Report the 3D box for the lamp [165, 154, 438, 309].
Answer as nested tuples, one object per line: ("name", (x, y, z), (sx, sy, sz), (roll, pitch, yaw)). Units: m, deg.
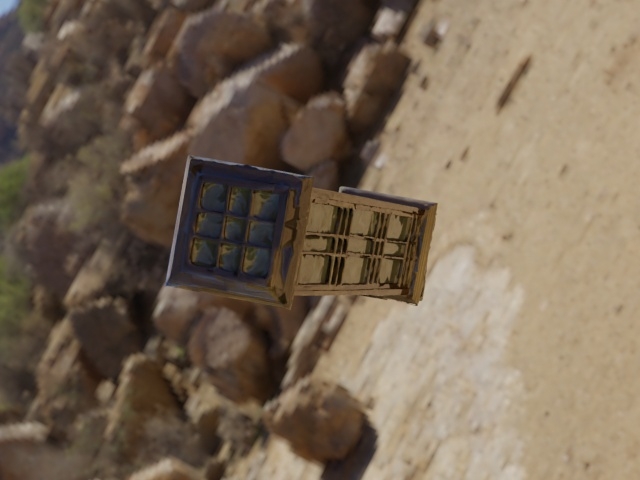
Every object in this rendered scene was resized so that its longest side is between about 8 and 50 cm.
("lamp", (0.000, 0.000, 1.041), (0.325, 0.089, 0.090), (3, -84, -70))
